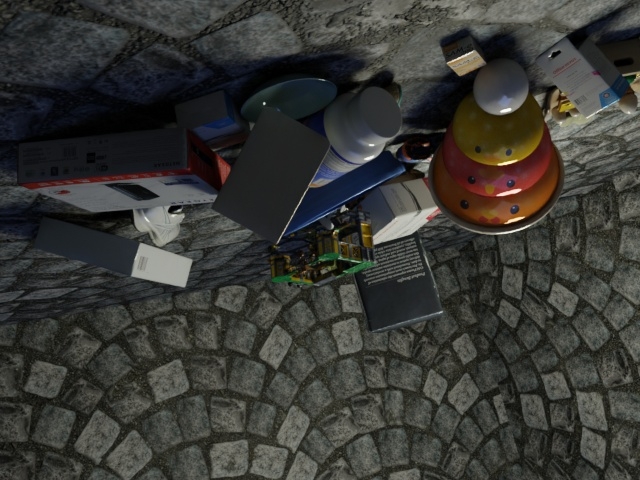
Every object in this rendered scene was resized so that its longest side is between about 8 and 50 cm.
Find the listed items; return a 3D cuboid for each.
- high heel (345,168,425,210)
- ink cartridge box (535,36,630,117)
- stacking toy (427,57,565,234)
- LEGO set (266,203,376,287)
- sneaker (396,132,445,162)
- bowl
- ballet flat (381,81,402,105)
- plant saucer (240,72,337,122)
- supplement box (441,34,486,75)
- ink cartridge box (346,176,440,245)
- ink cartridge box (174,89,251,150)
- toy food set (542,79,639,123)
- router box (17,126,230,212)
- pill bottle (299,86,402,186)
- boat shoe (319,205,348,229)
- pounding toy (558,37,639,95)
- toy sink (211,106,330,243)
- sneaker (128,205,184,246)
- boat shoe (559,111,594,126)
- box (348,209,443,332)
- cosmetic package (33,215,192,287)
[{"bbox_3d":[0.205,-0.165,2.101,0.186,0.093,0.261,-16,-171,45],"label":"high heel"},{"bbox_3d":[0.580,-0.374,1.475,0.061,0.181,0.104,-48,-173,-28],"label":"ink cartridge box"},{"bbox_3d":[0.413,-0.259,1.585,0.350,0.351,0.480,-16,152,8],"label":"stacking toy"},{"bbox_3d":[0.000,0.000,1.927,0.254,0.192,0.331,7,157,-32],"label":"LEGO set"},{"bbox_3d":[0.307,-0.258,1.881,0.221,0.083,0.087,-2,178,-30],"label":"sneaker"},{"bbox_3d":[0.050,-0.136,1.864,0.390,0.077,0.391,-28,180,0],"label":"bowl"},{"bbox_3d":[0.125,-0.287,1.471,0.067,0.073,0.206,2,164,-7],"label":"ballet flat"},{"bbox_3d":[-0.065,-0.285,1.298,0.194,0.038,0.195,-15,170,-3],"label":"plant saucer"},{"bbox_3d":[0.290,-0.370,1.333,0.062,0.036,0.098,-20,168,26],"label":"supplement box"},{"bbox_3d":[0.231,-0.087,2.050,0.272,0.114,0.197,-15,161,-43],"label":"ink cartridge box"},{"bbox_3d":[-0.204,-0.230,1.330,0.104,0.060,0.180,-16,169,10],"label":"ink cartridge box"},{"bbox_3d":[0.748,-0.373,1.784,0.305,0.093,0.219,-17,170,11],"label":"toy food set"},{"bbox_3d":[-0.380,-0.136,1.360,0.335,0.082,0.301,-5,172,8],"label":"router box"},{"bbox_3d":[0.045,-0.223,1.422,0.152,0.153,0.272,-7,169,-36],"label":"pill bottle"},{"bbox_3d":[0.055,-0.122,2.190,0.088,0.096,0.268,-42,165,-20],"label":"boat shoe"},{"bbox_3d":[0.645,-0.381,1.598,0.180,0.094,0.206,-12,169,-11],"label":"pounding toy"},{"bbox_3d":[-0.094,-0.136,1.354,0.152,0.234,0.131,28,-170,-2],"label":"toy sink"},{"bbox_3d":[-0.425,-0.061,1.817,0.129,0.111,0.297,-20,171,-1],"label":"sneaker"},{"bbox_3d":[0.753,-0.368,1.965,0.132,0.042,0.049,-11,144,-21],"label":"boat shoe"},{"bbox_3d":[0.284,0.109,2.650,0.297,0.472,0.480,-16,170,8],"label":"box"},{"bbox_3d":[-0.558,0.039,1.845,0.284,0.098,0.377,13,174,10],"label":"cosmetic package"}]
